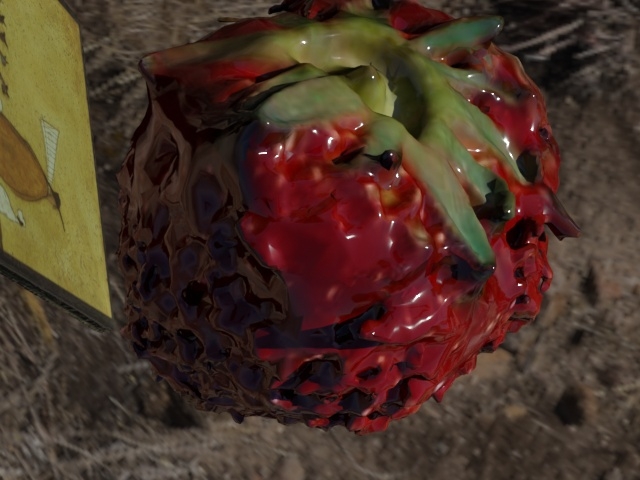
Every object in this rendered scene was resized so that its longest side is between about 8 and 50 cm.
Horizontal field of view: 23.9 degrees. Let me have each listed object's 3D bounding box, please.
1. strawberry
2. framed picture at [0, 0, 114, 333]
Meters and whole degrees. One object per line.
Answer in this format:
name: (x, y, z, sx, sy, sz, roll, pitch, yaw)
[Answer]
strawberry: (0.000, 0.000, 0.606, 0.184, 0.186, 0.201, 10, 136, -27)
framed picture: (-0.199, -0.090, 0.989, 0.014, 0.338, 0.255, -10, 75, 6)
